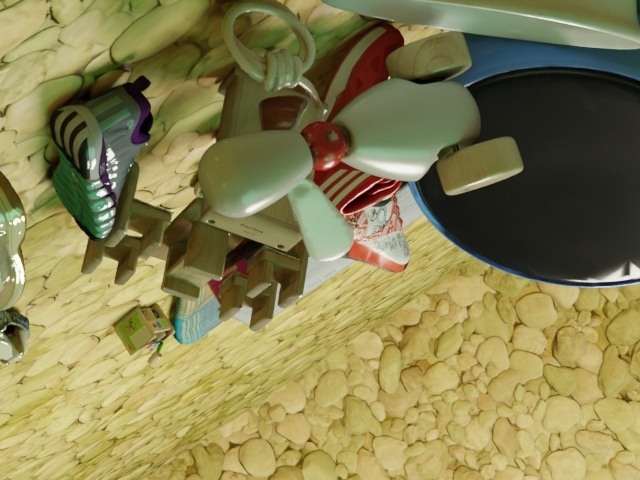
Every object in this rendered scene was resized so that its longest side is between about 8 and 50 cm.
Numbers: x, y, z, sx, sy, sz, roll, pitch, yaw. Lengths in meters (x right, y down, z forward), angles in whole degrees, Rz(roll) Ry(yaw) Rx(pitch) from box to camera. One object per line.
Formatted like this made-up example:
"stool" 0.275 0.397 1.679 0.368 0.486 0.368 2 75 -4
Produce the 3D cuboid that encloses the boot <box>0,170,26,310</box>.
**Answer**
"boot" -0.363 0.030 1.298 0.165 0.077 0.213 -28 162 -26

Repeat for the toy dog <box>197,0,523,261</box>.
"toy dog" 0.025 -0.092 1.335 0.334 0.220 0.161 5 162 -24

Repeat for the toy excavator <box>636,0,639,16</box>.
"toy excavator" 0.404 -0.298 1.439 0.445 0.433 0.222 89 12 -53

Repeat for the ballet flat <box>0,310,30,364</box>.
"ballet flat" -0.377 0.115 1.619 0.070 0.070 0.188 -34 168 0

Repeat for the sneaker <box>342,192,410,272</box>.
"sneaker" 0.071 -0.047 1.677 0.145 0.090 0.270 -63 155 6

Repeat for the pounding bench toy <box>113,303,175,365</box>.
"pounding bench toy" -0.246 0.141 2.007 0.052 0.083 0.065 -39 166 22

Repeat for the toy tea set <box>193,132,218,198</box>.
"toy tea set" -0.026 -0.070 1.658 0.200 0.124 0.336 -41 166 31

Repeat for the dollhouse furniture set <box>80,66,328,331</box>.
"dollhouse furniture set" -0.103 -0.043 1.454 0.212 0.161 0.242 20 148 -21

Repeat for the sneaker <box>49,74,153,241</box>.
"sneaker" -0.197 -0.074 1.319 0.098 0.083 0.223 -34 168 -20

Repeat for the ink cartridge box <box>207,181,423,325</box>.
"ink cartridge box" 0.000 0.000 1.947 0.324 0.071 0.330 -34 170 0

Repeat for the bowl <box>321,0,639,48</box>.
"bowl" 0.154 -0.258 1.237 0.298 0.298 0.134 -4 104 -66

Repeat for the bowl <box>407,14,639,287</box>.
"bowl" 0.276 -0.085 1.512 0.391 0.391 0.077 -49 -161 51

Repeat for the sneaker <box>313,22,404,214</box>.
"sneaker" 0.060 -0.123 1.521 0.221 0.128 0.087 -59 154 -1

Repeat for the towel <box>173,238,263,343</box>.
"towel" -0.100 0.037 2.087 0.271 0.040 0.370 -30 167 -18
